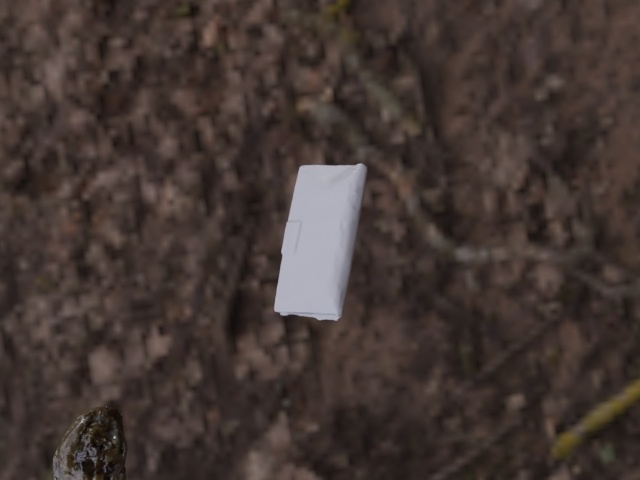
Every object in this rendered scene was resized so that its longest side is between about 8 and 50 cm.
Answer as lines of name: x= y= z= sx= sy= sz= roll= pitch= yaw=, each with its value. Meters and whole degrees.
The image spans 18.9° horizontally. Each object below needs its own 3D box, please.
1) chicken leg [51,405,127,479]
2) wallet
chicken leg: x=-0.218 y=0.240 z=1.808 sx=0.085 sy=0.069 sz=0.198 roll=-95 pitch=9 yaw=-46
wallet: x=0.000 y=0.000 z=1.001 sx=0.011 sy=0.044 sz=0.083 roll=25 pitch=-109 yaw=-52
